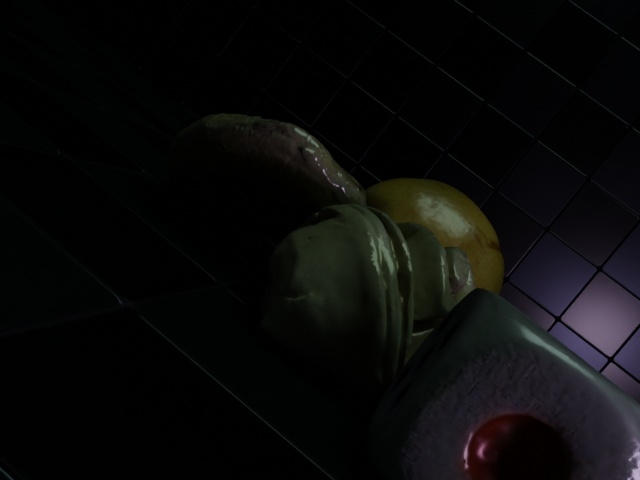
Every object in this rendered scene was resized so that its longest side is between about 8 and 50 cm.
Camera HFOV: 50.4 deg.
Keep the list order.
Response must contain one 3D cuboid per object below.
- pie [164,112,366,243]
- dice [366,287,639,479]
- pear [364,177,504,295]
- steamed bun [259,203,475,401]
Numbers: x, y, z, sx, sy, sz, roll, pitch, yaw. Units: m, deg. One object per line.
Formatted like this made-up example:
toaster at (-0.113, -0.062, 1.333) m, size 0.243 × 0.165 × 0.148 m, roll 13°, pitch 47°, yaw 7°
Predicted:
pie at (-0.079, -0.067, 1.007) m, size 0.339 × 0.077 × 0.339 m, roll 21°, pitch -22°, yaw 9°
dice at (0.165, 0.171, 0.622) m, size 0.193 × 0.194 × 0.192 m, roll 37°, pitch 5°, yaw 6°
pear at (0.162, 0.045, 1.162) m, size 0.314 × 0.314 × 0.314 m, roll 37°, pitch 6°, yaw -4°
steamed bun at (0.066, 0.058, 0.838) m, size 0.289 × 0.203 × 0.276 m, roll 33°, pitch 6°, yaw -30°
